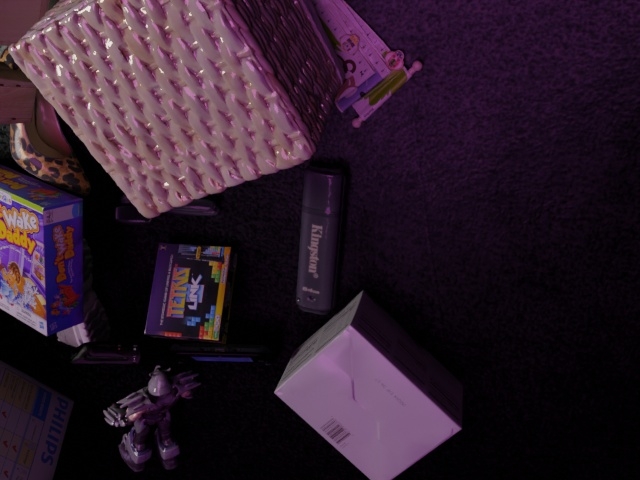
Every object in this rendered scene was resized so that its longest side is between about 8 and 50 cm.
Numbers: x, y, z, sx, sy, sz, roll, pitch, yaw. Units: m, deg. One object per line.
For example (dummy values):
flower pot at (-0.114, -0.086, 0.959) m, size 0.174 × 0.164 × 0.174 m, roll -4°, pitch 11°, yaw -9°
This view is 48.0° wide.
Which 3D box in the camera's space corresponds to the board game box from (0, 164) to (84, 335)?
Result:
board game box at (-0.564, -0.005, 1.283) m, size 0.347 × 0.078 × 0.233 m, roll 20°, pitch 114°, yaw 31°

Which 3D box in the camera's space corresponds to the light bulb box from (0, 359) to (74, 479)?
light bulb box at (-0.714, 0.407, 1.356) m, size 0.225 × 0.358 × 0.361 m, roll -32°, pitch 125°, yaw 23°

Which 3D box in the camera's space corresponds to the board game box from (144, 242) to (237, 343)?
board game box at (-0.231, 0.093, 1.291) m, size 0.141 × 0.048 × 0.170 m, roll 3°, pitch 75°, yaw 10°

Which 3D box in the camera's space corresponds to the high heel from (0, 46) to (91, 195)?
high heel at (-0.467, -0.214, 1.243) m, size 0.261 × 0.093 × 0.186 m, roll 43°, pitch 117°, yaw 1°

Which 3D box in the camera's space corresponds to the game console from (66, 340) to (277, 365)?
game console at (-0.261, 0.210, 1.324) m, size 0.361 × 0.213 × 0.044 m, roll 1°, pitch 83°, yaw 0°

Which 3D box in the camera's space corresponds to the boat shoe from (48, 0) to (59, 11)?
boat shoe at (-0.415, -0.442, 1.124) m, size 0.091 × 0.109 × 0.305 m, roll 10°, pitch 118°, yaw -7°

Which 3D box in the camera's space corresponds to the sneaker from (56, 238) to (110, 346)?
sneaker at (-0.499, 0.088, 1.369) m, size 0.115 × 0.105 × 0.281 m, roll -2°, pitch 110°, yaw 17°

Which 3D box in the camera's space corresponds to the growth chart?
growth chart at (0.019, -0.292, 1.140) m, size 0.237 × 0.021 × 0.172 m, roll 41°, pitch 116°, yaw -5°

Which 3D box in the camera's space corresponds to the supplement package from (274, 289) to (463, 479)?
supplement package at (0.090, 0.264, 1.282) m, size 0.262 × 0.145 × 0.204 m, roll 44°, pitch 114°, yaw -6°

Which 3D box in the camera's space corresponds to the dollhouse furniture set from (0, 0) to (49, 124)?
dollhouse furniture set at (-0.581, -0.372, 1.097) m, size 0.303 × 0.198 × 0.286 m, roll 40°, pitch 123°, yaw 33°

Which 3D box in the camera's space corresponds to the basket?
basket at (-0.184, -0.250, 1.023) m, size 0.328 × 0.266 × 0.331 m, roll -18°, pitch 125°, yaw 24°

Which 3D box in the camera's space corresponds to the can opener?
can opener at (-0.272, -0.061, 1.286) m, size 0.186 × 0.059 × 0.073 m, roll 1°, pitch 86°, yaw 2°

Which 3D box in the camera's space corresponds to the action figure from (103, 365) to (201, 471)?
action figure at (-0.329, 0.341, 1.403) m, size 0.185 × 0.099 × 0.285 m, roll -9°, pitch 134°, yaw -29°

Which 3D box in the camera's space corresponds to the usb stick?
usb stick at (0.000, 0.000, 1.250) m, size 0.077 × 0.045 × 0.278 m, roll 8°, pitch 114°, yaw 9°
